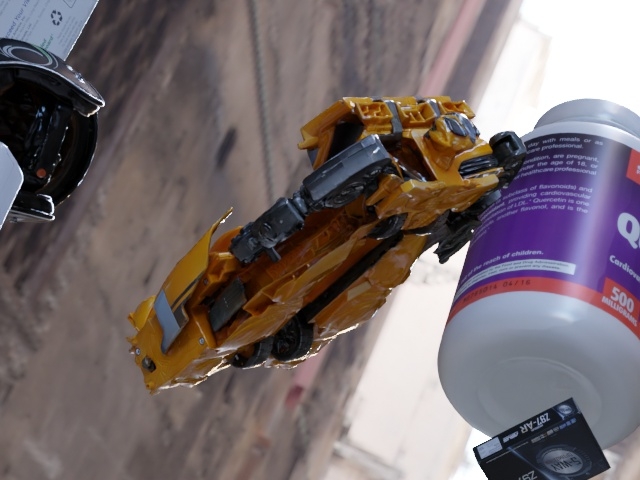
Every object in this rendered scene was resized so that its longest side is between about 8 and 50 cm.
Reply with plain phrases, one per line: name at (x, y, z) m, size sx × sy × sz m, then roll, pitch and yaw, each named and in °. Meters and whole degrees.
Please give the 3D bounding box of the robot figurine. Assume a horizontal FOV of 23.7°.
robot figurine at (0.000, 0.000, 1.014) m, size 0.211 × 0.085 × 0.291 m, roll -6°, pitch -31°, yaw -47°

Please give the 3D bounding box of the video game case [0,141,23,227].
video game case at (-0.339, 0.083, 0.828) m, size 0.300 × 0.329 × 0.036 m, roll -11°, pitch -53°, yaw 19°

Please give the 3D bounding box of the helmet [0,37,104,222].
helmet at (-0.268, -0.094, 1.304) m, size 0.169 × 0.169 × 0.161 m, roll 32°, pitch -3°, yaw -20°

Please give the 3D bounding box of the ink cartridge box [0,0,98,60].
ink cartridge box at (-0.332, -0.371, 1.589) m, size 0.071 × 0.324 × 0.330 m, roll 2°, pitch -35°, yaw 35°

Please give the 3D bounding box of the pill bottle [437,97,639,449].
pill bottle at (0.221, 0.020, 1.355) m, size 0.181 × 0.323 × 0.181 m, roll 11°, pitch -43°, yaw 11°

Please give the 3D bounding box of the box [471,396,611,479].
box at (0.161, 0.158, 1.111) m, size 0.067 × 0.083 × 0.018 m, roll 58°, pitch 8°, yaw -34°
